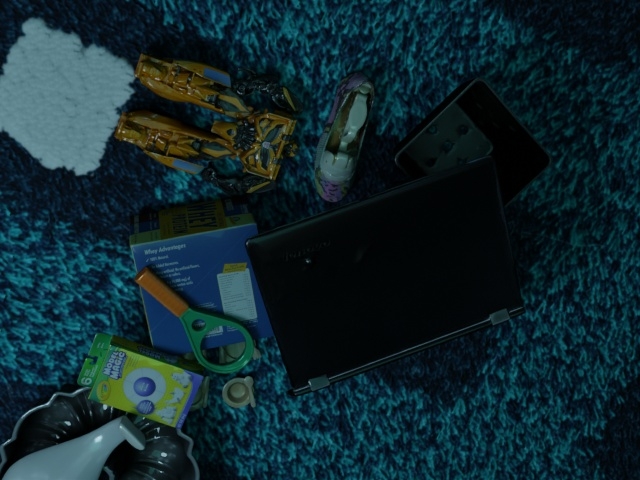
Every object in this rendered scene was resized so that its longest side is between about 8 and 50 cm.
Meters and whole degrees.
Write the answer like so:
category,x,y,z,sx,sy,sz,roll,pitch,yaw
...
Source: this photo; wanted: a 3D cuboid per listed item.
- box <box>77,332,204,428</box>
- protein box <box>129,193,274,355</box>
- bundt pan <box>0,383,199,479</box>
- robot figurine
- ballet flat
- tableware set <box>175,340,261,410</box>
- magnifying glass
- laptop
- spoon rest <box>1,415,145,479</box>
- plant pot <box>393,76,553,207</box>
category,x,y,z,sx,sy,sz,roll,pitch,yaw
box,-0.284,0.218,1.644,0.179,0.043,0.105,21,106,-10
protein box,-0.191,0.056,1.690,0.200,0.136,0.201,-11,113,-6
bundt pan,-0.370,0.377,1.757,0.331,0.124,0.330,-2,102,-9
robot figurine,-0.170,-0.185,1.678,0.291,0.085,0.211,17,103,-12
ballet flat,0.041,-0.167,1.718,0.077,0.079,0.221,13,101,-12
tableware set,-0.184,0.226,1.804,0.169,0.020,0.141,-6,104,-8
magnifying glass,-0.197,0.123,1.630,0.092,0.026,0.231,-42,116,8
laptop,0.098,0.076,1.662,0.382,0.408,0.236,-19,83,-6
spoon rest,-0.388,0.365,1.658,0.276,0.084,0.137,-36,104,14
plant pot,0.229,-0.144,1.707,0.188,0.167,0.187,-44,105,4
